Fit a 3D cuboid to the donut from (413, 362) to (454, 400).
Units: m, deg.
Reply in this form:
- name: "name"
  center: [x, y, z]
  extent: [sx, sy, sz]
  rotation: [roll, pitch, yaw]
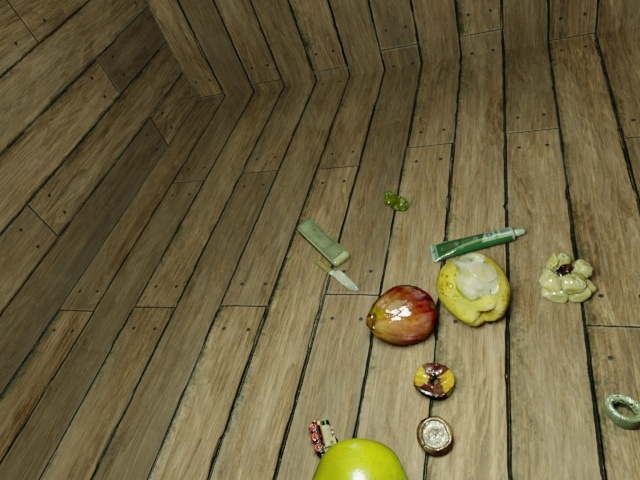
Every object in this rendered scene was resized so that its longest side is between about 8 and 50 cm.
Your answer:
- name: "donut"
  center: [0.393, 0.491, 1.727]
  extent: [0.141, 0.059, 0.140]
  rotation: [-13, 44, 13]

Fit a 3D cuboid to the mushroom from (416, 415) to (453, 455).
- name: "mushroom"
  center: [0.368, 0.628, 1.609]
  extent: [0.123, 0.052, 0.123]
  rotation: [-9, 52, 12]

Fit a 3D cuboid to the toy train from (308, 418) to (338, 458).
- name: "toy train"
  center: [0.011, 0.677, 1.721]
  extent: [0.087, 0.050, 0.138]
  rotation: [-19, 42, -2]

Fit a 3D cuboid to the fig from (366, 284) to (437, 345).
- name: "fig"
  center: [0.302, 0.278, 1.873]
  extent: [0.263, 0.224, 0.224]
  rotation: [-23, 43, 7]

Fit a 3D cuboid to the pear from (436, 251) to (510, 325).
- name: "pear"
  center: [0.565, 0.181, 1.843]
  extent: [0.271, 0.271, 0.271]
  rotation: [-12, 44, 12]

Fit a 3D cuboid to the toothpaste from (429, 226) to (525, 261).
- name: "toothpaste"
  center: [0.655, 0.009, 2.087]
  extent: [0.392, 0.061, 0.098]
  rotation: [-15, 44, 14]

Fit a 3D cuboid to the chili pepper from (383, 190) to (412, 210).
- name: "chili pepper"
  center: [0.373, -0.177, 2.383]
  extent: [0.072, 0.073, 0.204]
  rotation: [-49, 34, -1]

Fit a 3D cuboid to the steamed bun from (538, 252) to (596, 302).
- name: "steamed bun"
  center: [0.902, 0.134, 1.820]
  extent: [0.192, 0.106, 0.177]
  rotation: [14, 56, 31]

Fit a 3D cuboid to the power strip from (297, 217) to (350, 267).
- name: "power strip"
  center: [0.000, 0.000, 2.382]
  extent: [0.092, 0.066, 0.387]
  rotation: [-36, 47, -10]

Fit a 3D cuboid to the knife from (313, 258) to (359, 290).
- name: "knife"
  center: [0.071, 0.149, 2.234]
  extent: [0.047, 0.017, 0.298]
  rotation: [-34, 43, -20]

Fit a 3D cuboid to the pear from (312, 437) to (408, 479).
- name: "pear"
  center: [0.121, 0.725, 1.464]
  extent: [0.294, 0.294, 0.294]
  rotation: [-12, 44, 12]

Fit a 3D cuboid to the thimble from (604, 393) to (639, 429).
- name: "thimble"
  center: [0.902, 0.506, 1.487]
  extent: [0.084, 0.062, 0.110]
  rotation: [-38, 45, -15]
